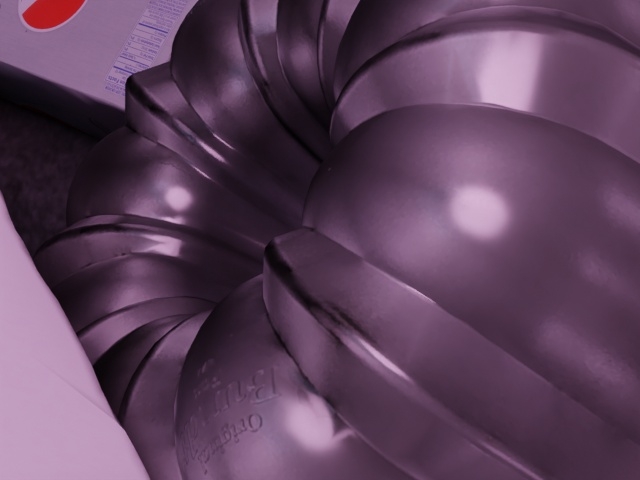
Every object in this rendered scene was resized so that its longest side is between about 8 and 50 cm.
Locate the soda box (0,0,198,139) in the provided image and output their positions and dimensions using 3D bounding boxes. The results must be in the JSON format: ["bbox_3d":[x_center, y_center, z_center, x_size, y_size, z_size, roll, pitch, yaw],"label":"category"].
[{"bbox_3d":[-0.149,-0.122,0.680,0.286,0.098,0.091,23,80,34],"label":"soda box"}]

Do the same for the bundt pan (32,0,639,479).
[{"bbox_3d":[0.000,0.000,0.452,0.331,0.124,0.331,-36,36,31],"label":"bundt pan"}]

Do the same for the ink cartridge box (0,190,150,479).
[{"bbox_3d":[-0.248,0.110,0.457,0.285,0.166,0.395,56,134,22],"label":"ink cartridge box"}]
